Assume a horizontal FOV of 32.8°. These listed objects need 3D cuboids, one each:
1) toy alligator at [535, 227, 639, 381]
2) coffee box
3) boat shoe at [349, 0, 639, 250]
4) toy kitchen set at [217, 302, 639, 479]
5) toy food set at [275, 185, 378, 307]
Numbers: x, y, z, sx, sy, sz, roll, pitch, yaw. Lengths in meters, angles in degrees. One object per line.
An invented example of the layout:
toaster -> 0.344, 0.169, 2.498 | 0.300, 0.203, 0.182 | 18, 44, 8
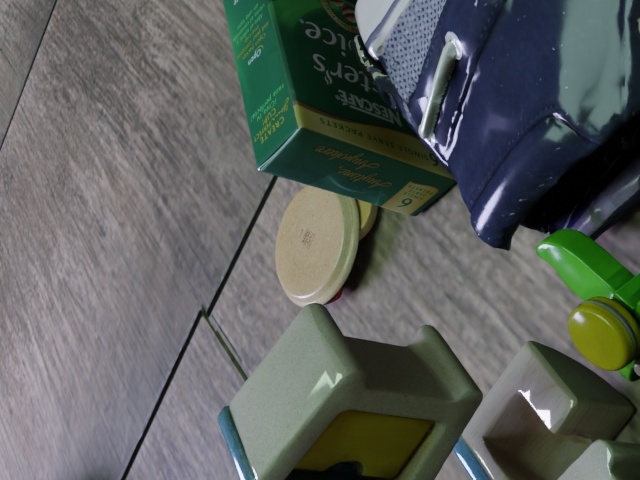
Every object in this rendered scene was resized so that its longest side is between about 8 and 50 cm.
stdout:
toy alligator -> 0.156, 0.051, 0.400 | 0.190, 0.056, 0.051 | 31, 144, 41
coffee box -> 0.004, -0.106, 0.604 | 0.040, 0.113, 0.184 | -41, 47, 36
boat shoe -> 0.146, -0.139, 0.425 | 0.340, 0.127, 0.158 | -55, 46, 40
toy kitchen set -> 0.065, 0.141, 0.391 | 0.122, 0.166, 0.207 | -60, 38, 23
toy food set -> 0.000, 0.000, 0.653 | 0.083, 0.020, 0.083 | 11, 89, 55
